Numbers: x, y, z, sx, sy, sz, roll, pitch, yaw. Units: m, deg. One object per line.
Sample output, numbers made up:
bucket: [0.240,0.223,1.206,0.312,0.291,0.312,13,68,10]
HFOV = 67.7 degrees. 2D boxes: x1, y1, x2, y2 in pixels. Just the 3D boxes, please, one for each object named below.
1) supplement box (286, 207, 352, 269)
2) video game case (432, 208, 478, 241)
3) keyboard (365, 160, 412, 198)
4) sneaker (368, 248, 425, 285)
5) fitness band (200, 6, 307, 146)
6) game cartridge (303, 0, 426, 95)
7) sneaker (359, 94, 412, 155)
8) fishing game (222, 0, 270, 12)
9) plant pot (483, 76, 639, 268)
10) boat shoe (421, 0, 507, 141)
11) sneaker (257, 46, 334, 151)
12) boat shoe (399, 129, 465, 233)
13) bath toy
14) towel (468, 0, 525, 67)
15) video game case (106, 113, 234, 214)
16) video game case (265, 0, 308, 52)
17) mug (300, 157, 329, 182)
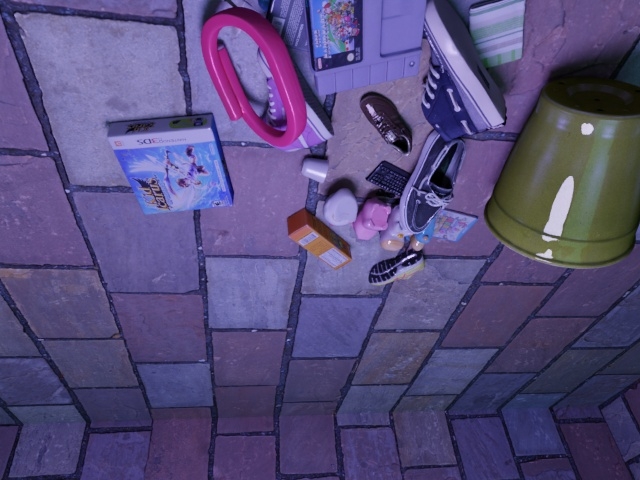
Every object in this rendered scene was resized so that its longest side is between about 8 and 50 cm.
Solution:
supplement box: [0.000,0.000,1.466,0.080,0.078,0.233,-30,135,22]
video game case: [0.392,-0.050,1.501,0.166,0.015,0.119,11,137,-20]
keyboard: [0.212,-0.152,1.352,0.180,0.023,0.108,22,133,-28]
sneaker: [0.264,0.109,1.626,0.209,0.081,0.094,-24,139,20]
fitness band: [-0.132,-0.323,0.976,0.209,0.054,0.290,12,138,38]
game cartridge: [0.083,-0.434,0.869,0.230,0.068,0.355,-17,147,-6]
sneaker: [0.169,-0.277,1.158,0.066,0.071,0.188,-33,133,29]
fishing game: [-0.053,-0.506,0.884,0.264,0.041,0.189,-39,132,22]
plant pot: [0.614,-0.183,1.145,0.367,0.366,0.352,-4,129,-2]
boat shoe: [0.269,-0.354,1.048,0.158,0.127,0.340,-17,131,38]
sneaker: [-0.098,-0.301,1.078,0.161,0.102,0.282,-18,139,19]
boat shoe: [0.300,-0.136,1.253,0.113,0.105,0.306,7,121,-22]
bath toy: [0.155,-0.059,1.383,0.349,0.129,0.151,14,100,-25]
towel: [0.377,-0.445,1.027,0.113,0.023,0.152,-12,142,11]
video game case: [-0.366,-0.184,1.213,0.245,0.061,0.269,-5,140,0]
video game case: [0.041,-0.453,0.928,0.274,0.026,0.196,3,134,-24]
mug: [-0.019,-0.183,1.259,0.064,0.062,0.078,14,130,-11]
